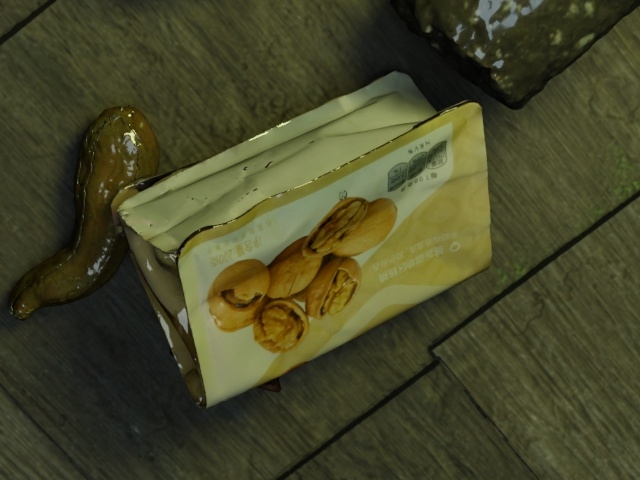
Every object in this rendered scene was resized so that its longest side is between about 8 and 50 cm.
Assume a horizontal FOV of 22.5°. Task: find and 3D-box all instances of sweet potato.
[{"bbox_3d":[-0.209,-0.018,1.478,0.081,0.062,0.233,28,105,0],"label":"sweet potato"}]

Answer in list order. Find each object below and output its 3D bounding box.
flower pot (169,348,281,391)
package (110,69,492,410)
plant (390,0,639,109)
[{"bbox_3d":[-0.076,0.083,1.514,0.111,0.111,0.089,19,88,-14],"label":"flower pot"},{"bbox_3d":[-0.017,-0.021,1.444,0.311,0.165,0.221,-26,136,-18],"label":"package"},{"bbox_3d":[0.209,-0.282,1.389,0.194,0.181,0.320,39,92,-26],"label":"plant"}]
